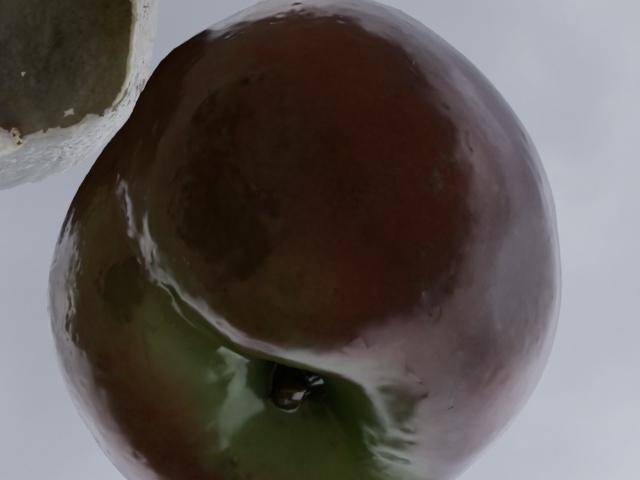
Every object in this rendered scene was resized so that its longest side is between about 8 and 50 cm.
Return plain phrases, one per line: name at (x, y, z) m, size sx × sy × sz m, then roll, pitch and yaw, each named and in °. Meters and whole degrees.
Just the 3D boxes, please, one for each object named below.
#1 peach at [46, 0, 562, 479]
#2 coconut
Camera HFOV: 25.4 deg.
peach at (-0.004, 0.011, 0.677) m, size 0.252 × 0.252 × 0.252 m, roll -10°, pitch -124°, yaw 16°
coconut at (-0.224, -0.149, 0.840) m, size 0.259 × 0.259 × 0.259 m, roll -10°, pitch -124°, yaw 16°
